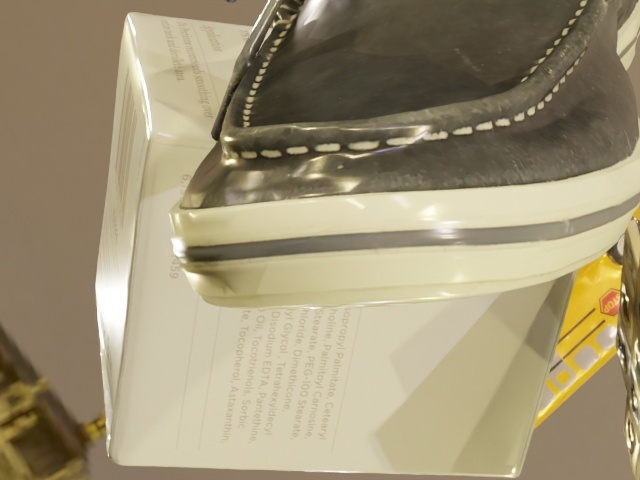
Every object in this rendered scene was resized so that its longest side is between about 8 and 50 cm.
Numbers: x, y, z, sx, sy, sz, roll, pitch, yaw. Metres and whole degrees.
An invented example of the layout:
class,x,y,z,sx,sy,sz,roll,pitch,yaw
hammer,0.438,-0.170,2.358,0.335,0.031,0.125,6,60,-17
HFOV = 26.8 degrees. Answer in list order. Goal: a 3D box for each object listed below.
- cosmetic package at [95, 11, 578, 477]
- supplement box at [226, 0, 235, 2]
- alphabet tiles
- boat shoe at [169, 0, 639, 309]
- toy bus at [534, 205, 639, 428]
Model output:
class,x,y,z,sx,sy,sz,roll,pitch,yaw
cosmetic package,0.000,0.000,1.286,0.329,0.393,0.327,-111,-152,-62
supplement box,-0.032,-0.386,0.963,0.195,0.194,0.356,41,-37,9
alphabet tiles,0.278,0.162,1.084,0.285,0.011,0.342,80,5,-46
boat shoe,0.058,-0.104,0.603,0.187,0.500,0.156,-3,-69,20
toy bus,0.270,0.092,1.541,0.130,0.332,0.108,46,2,-23
